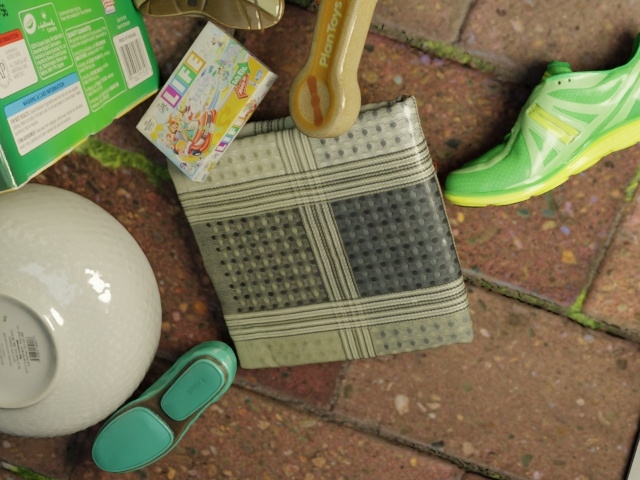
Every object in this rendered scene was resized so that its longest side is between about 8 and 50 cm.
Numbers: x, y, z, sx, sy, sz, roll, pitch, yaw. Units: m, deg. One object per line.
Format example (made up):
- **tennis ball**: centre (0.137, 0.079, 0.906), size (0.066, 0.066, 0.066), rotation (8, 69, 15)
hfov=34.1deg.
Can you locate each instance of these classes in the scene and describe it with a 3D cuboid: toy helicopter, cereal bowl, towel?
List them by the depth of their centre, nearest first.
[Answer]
- **toy helicopter**: centre (0.021, -0.284, 1.094), size (0.235, 0.140, 0.355), rotation (26, 109, 36)
- **towel**: centre (0.000, 0.000, 1.244), size (0.324, 0.056, 0.312), rotation (-9, 111, 23)
- **cereal bowl**: centre (-0.377, 0.106, 1.308), size (0.339, 0.141, 0.339), rotation (3, 110, 8)

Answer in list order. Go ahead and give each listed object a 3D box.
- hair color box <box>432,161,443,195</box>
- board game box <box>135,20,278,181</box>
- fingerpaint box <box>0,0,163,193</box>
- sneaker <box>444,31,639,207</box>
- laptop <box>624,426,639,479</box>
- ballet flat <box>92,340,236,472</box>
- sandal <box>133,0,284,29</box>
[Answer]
- **hair color box**: centre (0.117, -0.016, 1.242), size (0.072, 0.043, 0.141), rotation (-9, 109, 12)
- **board game box**: centre (-0.132, -0.159, 1.201), size (0.103, 0.026, 0.154), rotation (42, 104, 21)
- **fingerpaint box**: centre (-0.409, -0.145, 1.056), size (0.371, 0.445, 0.163), rotation (-12, 107, 13)
- **sneaker**: centre (0.263, -0.132, 1.157), size (0.295, 0.109, 0.123), rotation (-30, 94, 11)
- **laptop**: centre (0.572, 0.303, 1.193), size (0.382, 0.236, 0.408), rotation (11, 111, 5)
- **ballet flat**: centre (-0.193, 0.214, 1.349), size (0.247, 0.087, 0.083), rotation (-41, 93, 22)
- **sandal**: centre (-0.124, -0.278, 1.180), size (0.180, 0.049, 0.072), rotation (6, 103, 15)
